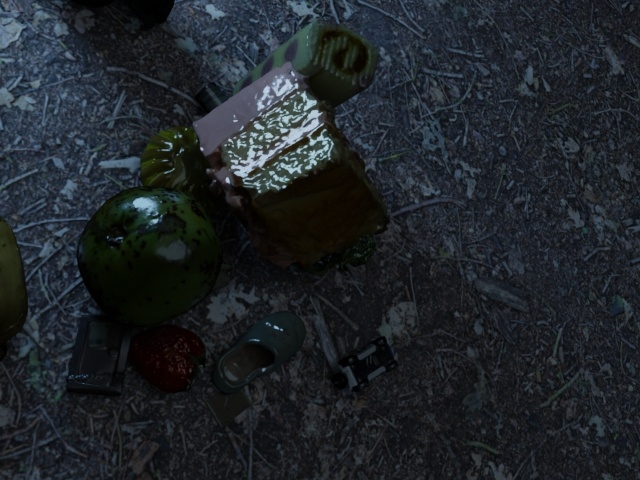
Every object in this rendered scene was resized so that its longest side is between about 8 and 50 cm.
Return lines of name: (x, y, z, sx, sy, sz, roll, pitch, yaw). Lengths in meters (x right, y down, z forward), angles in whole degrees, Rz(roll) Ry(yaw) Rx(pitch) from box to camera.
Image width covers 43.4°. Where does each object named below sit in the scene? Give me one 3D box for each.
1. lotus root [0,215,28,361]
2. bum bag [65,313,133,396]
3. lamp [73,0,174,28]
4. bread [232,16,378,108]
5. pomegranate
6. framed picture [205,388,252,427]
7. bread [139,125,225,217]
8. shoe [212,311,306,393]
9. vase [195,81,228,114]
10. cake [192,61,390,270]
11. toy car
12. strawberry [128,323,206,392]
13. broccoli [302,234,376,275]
lotus root: (-0.612, 0.082, 1.442, 0.160, 0.146, 0.284, -12, 78, -12)
bum bag: (-0.428, 0.223, 1.567, 0.109, 0.026, 0.160, 9, 64, -8)
lamp: (-0.443, -0.623, 1.671, 0.374, 0.272, 0.205, 29, 61, -21)
bread: (-0.040, -0.361, 1.804, 0.187, 0.338, 0.155, 22, 66, -27)
pomegranate: (-0.306, 0.040, 1.596, 0.340, 0.284, 0.285, 31, 56, -59)
framed picture: (-0.194, 0.345, 1.701, 0.089, 0.006, 0.066, -33, 94, -34)
bread: (-0.289, -0.146, 1.730, 0.213, 0.104, 0.214, 7, 74, -27)
shoe: (-0.119, 0.234, 1.724, 0.251, 0.100, 0.103, -37, 94, -32)
vase: (-0.201, -0.263, 1.843, 0.211, 0.060, 0.060, 52, 57, -10)
cake: (-0.065, -0.140, 1.635, 0.293, 0.314, 0.307, -29, 57, 4)
toy car: (0.099, 0.291, 1.857, 0.170, 0.070, 0.080, -26, 90, -36)
strawberry: (-0.303, 0.228, 1.599, 0.148, 0.131, 0.131, 37, 60, -13)
broccoli: (-0.001, -0.002, 1.826, 0.226, 0.198, 0.176, -35, 133, -6)
